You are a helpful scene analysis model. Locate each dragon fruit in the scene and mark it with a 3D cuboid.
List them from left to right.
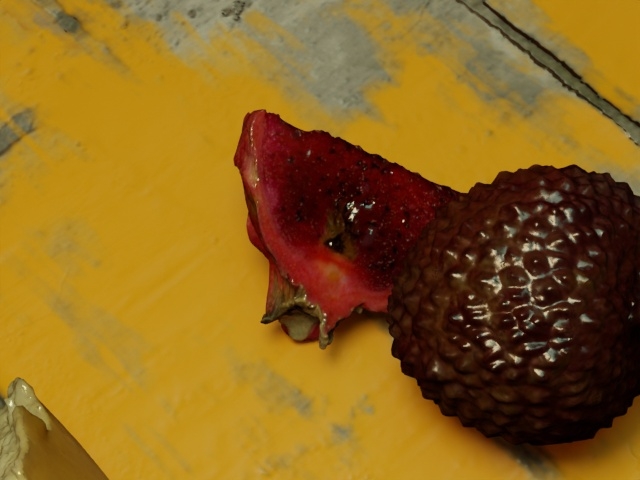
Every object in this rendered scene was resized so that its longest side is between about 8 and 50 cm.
[{"bbox_3d":[0.000,0.000,1.904,0.262,0.134,0.211,25,74,-23],"label":"dragon fruit"}]

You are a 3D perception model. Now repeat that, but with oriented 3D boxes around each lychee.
[{"bbox_3d":[0.207,0.057,1.786,0.300,0.264,0.264,-1,57,24],"label":"lychee"}]

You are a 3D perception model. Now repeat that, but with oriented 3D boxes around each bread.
[{"bbox_3d":[-0.299,0.244,1.712,0.183,0.211,0.224,-40,68,16],"label":"bread"}]
